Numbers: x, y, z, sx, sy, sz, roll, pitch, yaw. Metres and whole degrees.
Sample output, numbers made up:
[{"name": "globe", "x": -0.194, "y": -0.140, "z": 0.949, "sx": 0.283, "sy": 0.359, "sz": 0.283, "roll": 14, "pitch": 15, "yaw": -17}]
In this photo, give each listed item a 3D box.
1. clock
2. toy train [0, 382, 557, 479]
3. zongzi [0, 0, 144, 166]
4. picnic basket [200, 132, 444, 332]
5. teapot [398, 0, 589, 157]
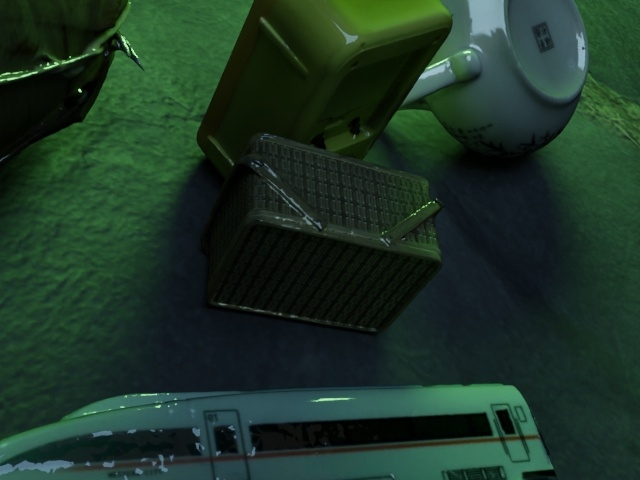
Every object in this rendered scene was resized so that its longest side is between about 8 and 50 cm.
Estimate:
[{"name": "clock", "x": -0.003, "y": -0.123, "z": 0.651, "sx": 0.143, "sy": 0.202, "sz": 0.096, "roll": -29, "pitch": 73, "yaw": -39}, {"name": "toy train", "x": -0.051, "y": 0.137, "z": 0.510, "sx": 0.407, "sy": 0.086, "sz": 0.088, "roll": 3, "pitch": 56, "yaw": -25}, {"name": "zongzi", "x": -0.233, "y": -0.212, "z": 0.428, "sx": 0.218, "sy": 0.467, "sz": 0.500, "roll": 35, "pitch": 47, "yaw": 8}, {"name": "picnic basket", "x": 0.000, "y": 0.000, "z": 0.619, "sx": 0.164, "sy": 0.115, "sz": 0.079, "roll": 12, "pitch": 49, "yaw": -19}, {"name": "teapot", "x": 0.155, "y": -0.181, "z": 0.818, "sx": 0.300, "sy": 0.166, "sz": 0.208, "roll": -23, "pitch": 109, "yaw": -30}]
